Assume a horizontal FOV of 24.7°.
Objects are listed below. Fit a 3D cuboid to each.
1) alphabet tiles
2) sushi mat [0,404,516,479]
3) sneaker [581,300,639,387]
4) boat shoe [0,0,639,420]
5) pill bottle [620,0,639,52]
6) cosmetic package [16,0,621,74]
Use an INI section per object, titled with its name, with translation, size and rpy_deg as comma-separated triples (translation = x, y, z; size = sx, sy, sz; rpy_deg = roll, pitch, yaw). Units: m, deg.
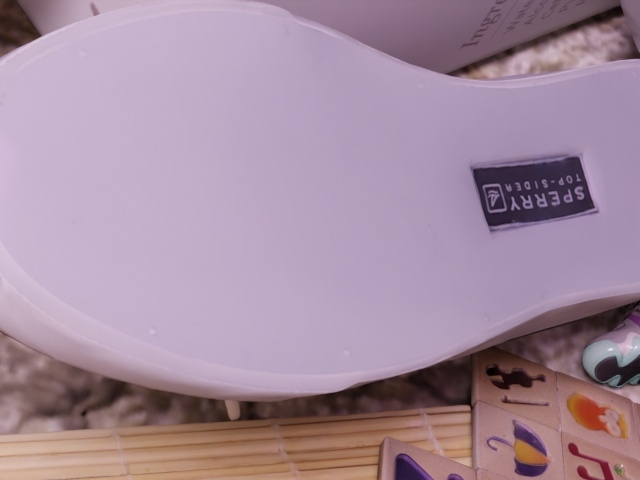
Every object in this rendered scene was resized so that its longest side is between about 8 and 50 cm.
[alphabet tiles]
translation = 0.111, 0.136, 0.553
size = 0.198, 0.009, 0.237
rpy_deg = 22, 35, -10
[sushi mat]
translation = -0.055, 0.126, 0.511
size = 0.316, 0.019, 0.151
rpy_deg = 0, 42, -24
[sneaker]
translation = 0.148, 0.027, 0.670
size = 0.098, 0.038, 0.069
rpy_deg = -5, 60, -35
[boat shoe]
translation = -0.001, -0.009, 0.565
size = 0.367, 0.156, 0.136
rpy_deg = -8, 81, -41
[pill bottle]
translation = 0.258, -0.140, 0.660
size = 0.229, 0.131, 0.131
rpy_deg = -27, 70, -3
[cosmetic package]
translation = 0.035, -0.288, 0.642
size = 0.393, 0.327, 0.329
rpy_deg = -25, 71, -31
